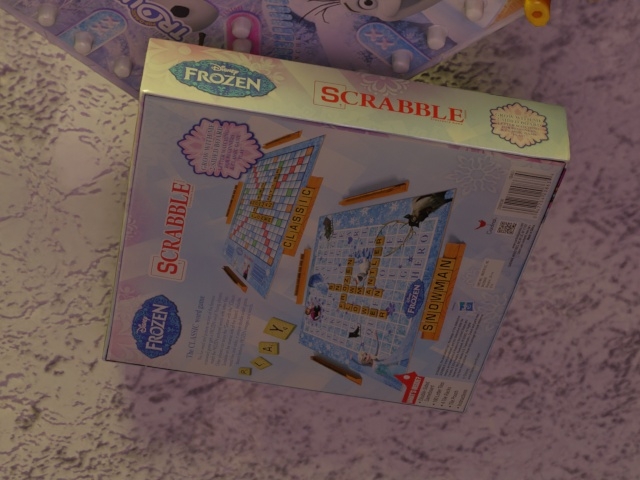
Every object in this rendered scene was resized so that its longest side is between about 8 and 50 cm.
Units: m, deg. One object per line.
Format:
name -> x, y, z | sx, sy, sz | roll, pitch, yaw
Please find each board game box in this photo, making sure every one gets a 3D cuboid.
board game box -> 0.000, 0.000, 1.335 | 0.318, 0.066, 0.318 | 9, 137, -7
board game box -> -0.058, -0.206, 1.184 | 0.390, 0.050, 0.390 | -27, 134, 36
